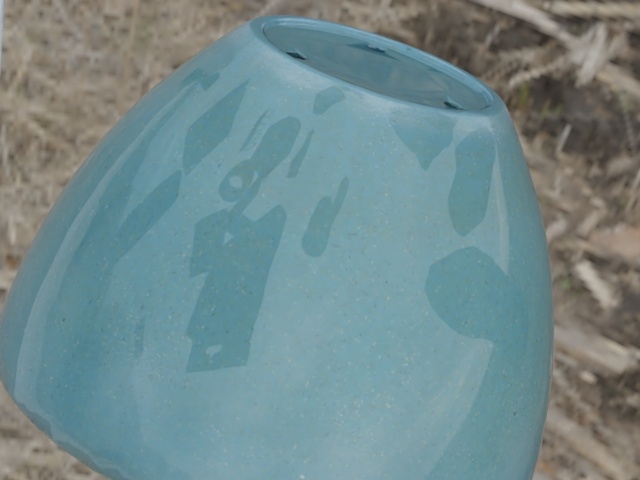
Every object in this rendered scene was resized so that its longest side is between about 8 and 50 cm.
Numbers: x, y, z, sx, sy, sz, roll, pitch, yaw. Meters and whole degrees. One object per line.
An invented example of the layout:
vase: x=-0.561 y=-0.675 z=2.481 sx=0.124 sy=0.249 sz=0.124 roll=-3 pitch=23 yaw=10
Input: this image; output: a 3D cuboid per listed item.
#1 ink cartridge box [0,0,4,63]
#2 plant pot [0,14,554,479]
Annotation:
ink cartridge box: x=-0.230 y=-0.071 z=0.433 sx=0.303 sy=0.307 sz=0.072 roll=-1 pitch=17 yaw=-27
plant pot: x=0.000 y=0.000 z=0.906 sx=0.290 sy=0.195 sz=0.290 roll=17 pitch=19 yaw=-6
